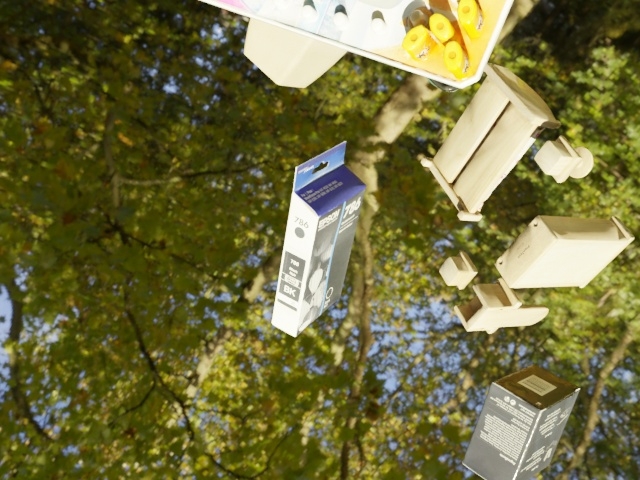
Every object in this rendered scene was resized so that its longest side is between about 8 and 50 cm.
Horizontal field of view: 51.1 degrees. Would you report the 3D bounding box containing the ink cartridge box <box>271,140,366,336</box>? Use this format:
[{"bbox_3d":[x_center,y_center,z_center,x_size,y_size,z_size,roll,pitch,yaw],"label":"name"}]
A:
[{"bbox_3d":[0.000,0.000,1.200,0.065,0.332,0.165,26,-144,24],"label":"ink cartridge box"}]

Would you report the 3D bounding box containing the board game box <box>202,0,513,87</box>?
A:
[{"bbox_3d":[0.048,-0.398,0.671,0.390,0.389,0.050,25,-171,21],"label":"board game box"}]

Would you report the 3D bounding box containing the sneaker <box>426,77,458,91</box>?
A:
[{"bbox_3d":[0.165,-0.372,1.046,0.302,0.108,0.121,58,-165,-26],"label":"sneaker"}]

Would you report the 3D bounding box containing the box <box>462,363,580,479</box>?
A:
[{"bbox_3d":[0.328,0.303,1.093,0.093,0.158,0.156,27,-160,37],"label":"box"}]

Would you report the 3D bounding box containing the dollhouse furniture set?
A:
[{"bbox_3d":[0.287,-0.085,1.054,0.174,0.303,0.355,2,-134,-33],"label":"dollhouse furniture set"}]

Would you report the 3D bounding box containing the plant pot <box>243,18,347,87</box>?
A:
[{"bbox_3d":[-0.037,-0.266,0.898,0.109,0.096,0.109,44,-154,17],"label":"plant pot"}]
